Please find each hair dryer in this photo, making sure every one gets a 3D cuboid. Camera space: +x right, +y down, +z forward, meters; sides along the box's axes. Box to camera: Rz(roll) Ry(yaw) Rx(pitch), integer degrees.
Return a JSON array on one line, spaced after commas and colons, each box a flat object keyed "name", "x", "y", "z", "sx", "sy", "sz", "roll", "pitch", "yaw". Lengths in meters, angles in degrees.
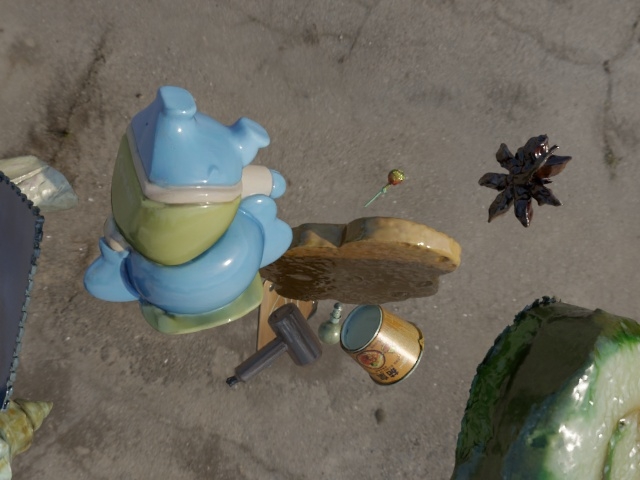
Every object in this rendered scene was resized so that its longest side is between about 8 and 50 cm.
[{"name": "hair dryer", "x": -0.092, "y": 0.210, "z": 0.915, "sx": 0.181, "sy": 0.064, "sz": 0.117, "roll": -35, "pitch": 107, "yaw": -18}]

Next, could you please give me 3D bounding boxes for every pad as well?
[{"name": "pad", "x": -0.076, "y": 0.154, "z": 1.343, "sx": 0.018, "sy": 0.284, "sz": 0.287, "roll": 25, "pitch": 128, "yaw": 25}, {"name": "pad", "x": -0.431, "y": 0.040, "z": 0.651, "sx": 0.012, "sy": 0.269, "sz": 0.269, "roll": 1, "pitch": 114, "yaw": -49}]

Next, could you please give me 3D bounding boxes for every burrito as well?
[{"name": "burrito", "x": -0.649, "y": -0.093, "z": 0.983, "sx": 0.299, "sy": 0.143, "sz": 0.105, "roll": -14, "pitch": 134, "yaw": -31}]

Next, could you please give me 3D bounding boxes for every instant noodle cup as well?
[{"name": "instant noodle cup", "x": 0.169, "y": 0.293, "z": 1.473, "sx": 0.172, "sy": 0.215, "sz": 0.216, "roll": 40, "pitch": 84, "yaw": -27}]

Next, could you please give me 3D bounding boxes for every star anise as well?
[{"name": "star anise", "x": 0.320, "y": -0.095, "z": 0.797, "sx": 0.057, "sy": 0.168, "sz": 0.168, "roll": 13, "pitch": 88, "yaw": -26}]

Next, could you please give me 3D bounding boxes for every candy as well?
[{"name": "candy", "x": 0.234, "y": -0.192, "z": 1.879, "sx": 0.060, "sy": 0.060, "sz": 0.201, "roll": 43, "pitch": 117, "yaw": -5}]

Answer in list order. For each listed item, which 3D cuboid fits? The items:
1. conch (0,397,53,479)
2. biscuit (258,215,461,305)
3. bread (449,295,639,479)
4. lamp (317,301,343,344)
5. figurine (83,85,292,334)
[{"name": "conch", "x": -0.520, "y": 0.265, "z": 0.616, "sx": 0.203, "sy": 0.386, "sz": 0.170, "roll": -34, "pitch": 66, "yaw": 28}, {"name": "biscuit", "x": 0.044, "y": 0.040, "z": 0.761, "sx": 0.269, "sy": 0.376, "sz": 0.051, "roll": 21, "pitch": 64, "yaw": -28}, {"name": "bread", "x": 0.323, "y": 0.240, "z": 0.595, "sx": 0.381, "sy": 0.129, "sz": 0.367, "roll": -27, "pitch": 112, "yaw": -30}, {"name": "lamp", "x": 0.047, "y": 0.295, "z": 1.811, "sx": 0.090, "sy": 0.091, "sz": 0.163, "roll": 14, "pitch": 110, "yaw": -7}, {"name": "figurine", "x": -0.108, "y": -0.018, "z": 0.467, "sx": 0.153, "sy": 0.262, "sz": 0.180, "roll": 39, "pitch": 40, "yaw": 14}]
